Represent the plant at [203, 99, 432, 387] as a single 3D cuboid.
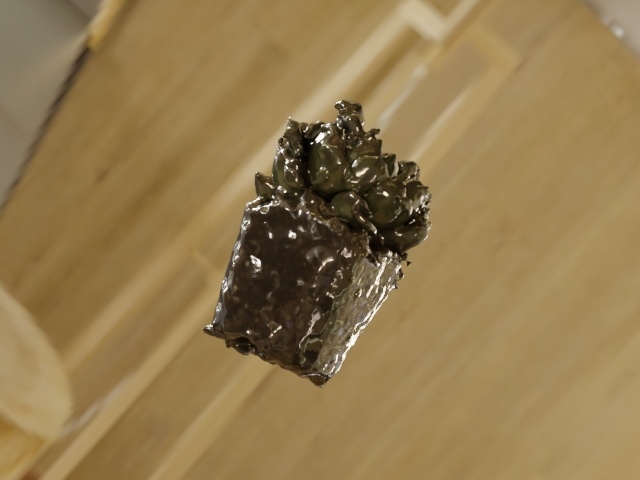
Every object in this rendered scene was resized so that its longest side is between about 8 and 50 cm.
[{"bbox_3d":[0.000,0.000,0.940,0.092,0.143,0.094,22,-9,35],"label":"plant"}]
